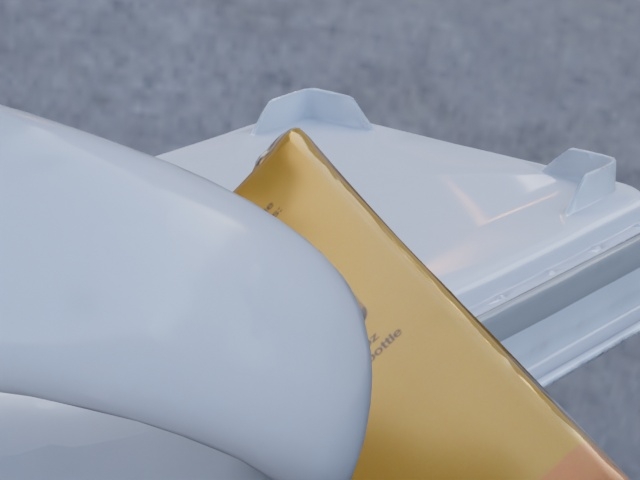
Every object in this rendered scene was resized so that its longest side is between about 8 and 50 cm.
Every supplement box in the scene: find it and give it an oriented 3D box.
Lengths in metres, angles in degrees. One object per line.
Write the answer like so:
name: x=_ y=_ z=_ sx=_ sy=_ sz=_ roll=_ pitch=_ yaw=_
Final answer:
supplement box: x=0.027 y=0.056 z=0.591 sx=0.078 sy=0.080 sz=0.233 roll=-44 pitch=37 yaw=3

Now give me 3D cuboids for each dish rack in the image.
dish rack: x=0.000 y=0.000 z=0.949 sx=0.285 sy=0.072 sz=0.333 roll=17 pitch=25 yaw=33

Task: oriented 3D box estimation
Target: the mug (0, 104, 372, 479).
mug: x=-0.176 y=0.023 z=0.413 sx=0.374 sy=0.328 sz=0.276 roll=1 pitch=70 yaw=9
